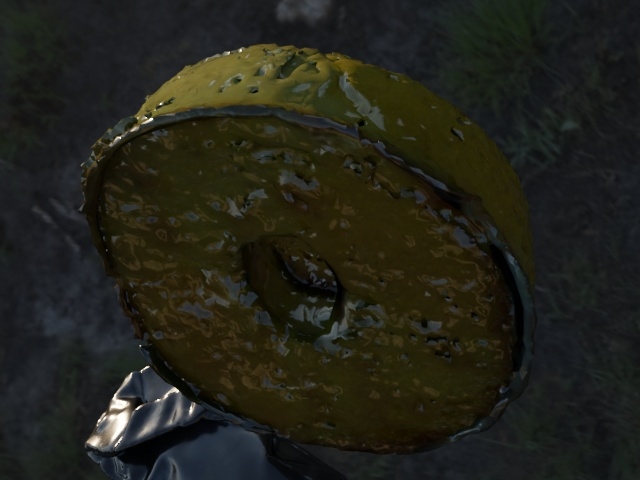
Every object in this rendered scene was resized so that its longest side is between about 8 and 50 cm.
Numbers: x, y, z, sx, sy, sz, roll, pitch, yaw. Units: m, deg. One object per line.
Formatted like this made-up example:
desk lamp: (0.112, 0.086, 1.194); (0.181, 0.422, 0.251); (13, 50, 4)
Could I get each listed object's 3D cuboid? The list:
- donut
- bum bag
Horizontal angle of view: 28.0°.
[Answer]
donut: (0.000, 0.000, 0.712); (0.272, 0.272, 0.107); (-10, 42, 32)
bum bag: (-0.035, 0.183, 0.872); (0.310, 0.074, 0.137); (41, 97, 25)
